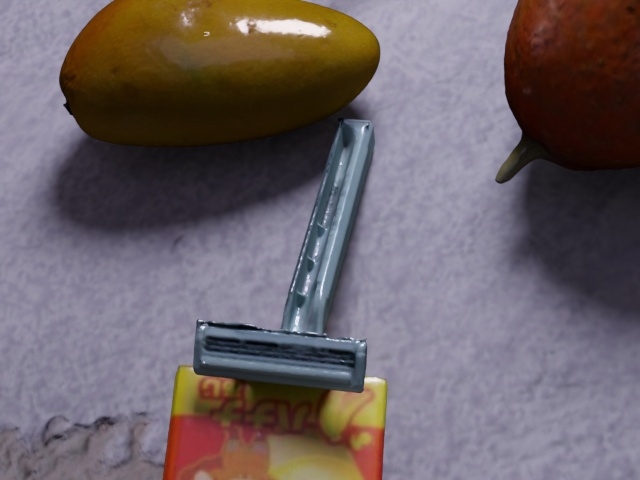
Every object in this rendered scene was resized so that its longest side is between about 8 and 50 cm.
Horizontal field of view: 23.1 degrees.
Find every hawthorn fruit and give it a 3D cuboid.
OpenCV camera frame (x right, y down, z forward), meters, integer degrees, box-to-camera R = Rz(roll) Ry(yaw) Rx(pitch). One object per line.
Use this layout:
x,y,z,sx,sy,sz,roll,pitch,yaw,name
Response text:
0.211,-0.130,1.086,0.251,0.199,0.199,-50,57,8,hawthorn fruit

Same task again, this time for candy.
-0.035,0.221,0.990,0.146,0.088,0.276,2,60,2,candy

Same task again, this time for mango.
-0.079,-0.141,1.212,0.253,0.113,0.138,-4,57,11,mango

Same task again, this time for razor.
0.001,0.008,1.095,0.111,0.056,0.278,5,37,11,razor
